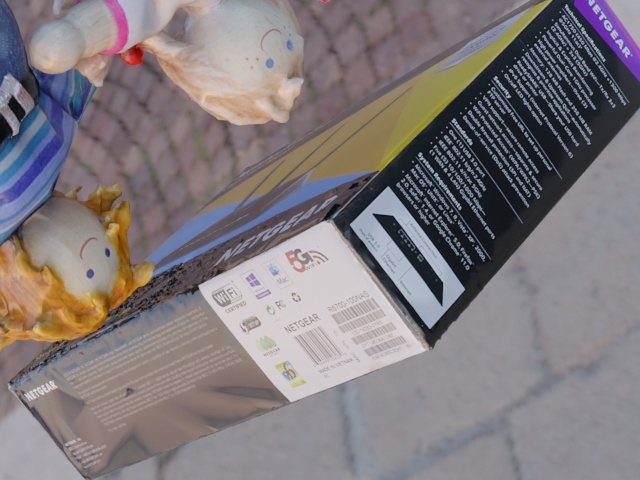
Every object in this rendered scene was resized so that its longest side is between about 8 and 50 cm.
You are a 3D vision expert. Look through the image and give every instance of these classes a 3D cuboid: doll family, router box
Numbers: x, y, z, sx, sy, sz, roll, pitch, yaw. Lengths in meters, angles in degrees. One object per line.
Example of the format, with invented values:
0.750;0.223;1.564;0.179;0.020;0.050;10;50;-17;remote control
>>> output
-0.106;-0.023;0.424;0.118;0.163;0.263;0;39;40;doll family
0.000;0.000;0.536;0.179;0.046;0.133;-27;14;50;router box
